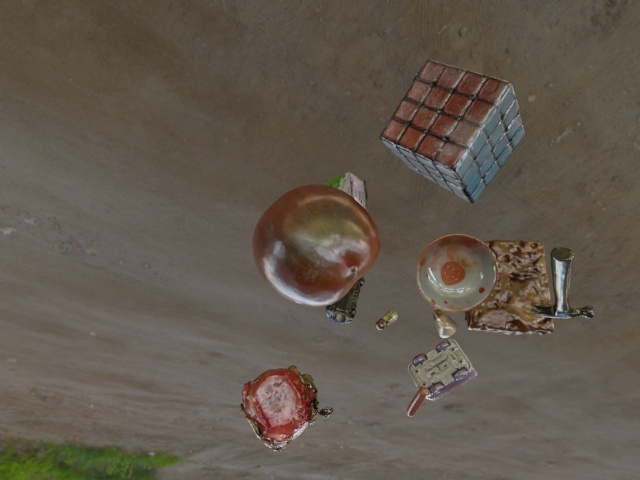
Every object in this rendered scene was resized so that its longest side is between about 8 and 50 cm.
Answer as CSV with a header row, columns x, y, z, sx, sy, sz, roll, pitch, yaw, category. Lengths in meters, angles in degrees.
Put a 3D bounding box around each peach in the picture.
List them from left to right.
x,y,z,sx,sy,sz,roll,pitch,yaw,category
-0.007,0.011,0.848,0.253,0.252,0.252,0,142,0,peach

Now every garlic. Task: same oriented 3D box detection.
x,y,z,sx,sy,sz,roll,pitch,yaw,category
0.511,0.346,1.770,0.090,0.128,0.198,-35,167,15,garlic

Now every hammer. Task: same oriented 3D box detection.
x,y,z,sx,sy,sz,roll,pitch,yaw,category
0.658,0.128,1.144,0.168,0.044,0.440,-4,151,27,hammer

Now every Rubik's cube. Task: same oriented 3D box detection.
x,y,z,sx,sy,sz,roll,pitch,yaw,category
0.487,-0.394,1.544,0.344,0.344,0.337,-56,145,8,Rubik's cube

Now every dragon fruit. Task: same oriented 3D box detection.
x,y,z,sx,sy,sz,roll,pitch,yaw,category
-0.130,0.558,1.434,0.269,0.250,0.291,-31,154,-13,dragon fruit

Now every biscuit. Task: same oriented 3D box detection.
x,y,z,sx,sy,sz,roll,pitch,yaw,category
0.768,0.193,1.774,0.343,0.394,0.166,2,162,6,biscuit

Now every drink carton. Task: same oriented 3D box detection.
x,y,z,sx,sy,sz,roll,pitch,yaw,category
0.070,-0.174,1.862,0.271,0.161,0.108,-19,152,39,drink carton

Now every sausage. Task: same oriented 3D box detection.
x,y,z,sx,sy,sz,roll,pitch,yaw,category
0.319,0.532,1.390,0.035,0.030,0.147,13,124,-3,sausage

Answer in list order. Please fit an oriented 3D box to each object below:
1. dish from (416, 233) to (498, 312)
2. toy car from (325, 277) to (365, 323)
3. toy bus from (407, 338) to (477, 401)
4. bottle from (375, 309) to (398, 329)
x,y,z,sx,sy,sz,roll,pitch,yaw,category
0.446,0.102,1.405,0.260,0.085,0.260,1,98,6,dish
0.080,0.178,1.393,0.103,0.216,0.063,20,141,2,toy car
0.419,0.451,1.458,0.203,0.142,0.142,-34,144,8,toy bus
0.258,0.314,1.662,0.101,0.047,0.063,-31,156,-30,bottle
